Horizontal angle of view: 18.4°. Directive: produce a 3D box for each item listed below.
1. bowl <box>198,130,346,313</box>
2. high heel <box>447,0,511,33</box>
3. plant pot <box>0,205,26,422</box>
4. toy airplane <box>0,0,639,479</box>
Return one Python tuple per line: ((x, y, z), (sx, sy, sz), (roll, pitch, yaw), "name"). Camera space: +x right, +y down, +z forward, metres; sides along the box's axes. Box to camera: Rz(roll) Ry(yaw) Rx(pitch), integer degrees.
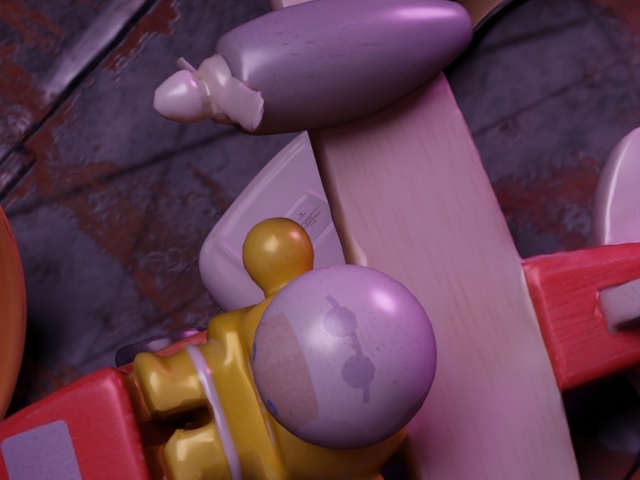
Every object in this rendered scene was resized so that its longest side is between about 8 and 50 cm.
((0.000, 0.000, 1.199), (0.142, 0.053, 0.142), (36, 81, 35), "bowl")
((0.137, -0.179, 1.217), (0.186, 0.093, 0.261), (11, 57, 35), "high heel")
((-0.356, 0.042, 1.202), (0.203, 0.291, 0.291), (18, 69, 47), "plant pot")
((0.052, 0.062, 1.000), (0.386, 0.272, 0.384), (29, 89, 12), "toy airplane")
